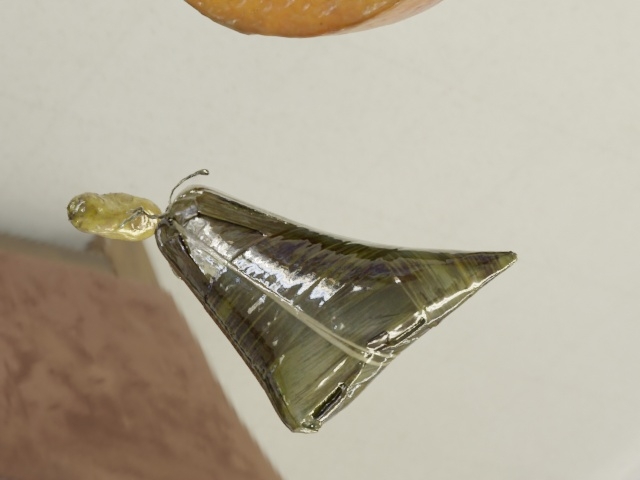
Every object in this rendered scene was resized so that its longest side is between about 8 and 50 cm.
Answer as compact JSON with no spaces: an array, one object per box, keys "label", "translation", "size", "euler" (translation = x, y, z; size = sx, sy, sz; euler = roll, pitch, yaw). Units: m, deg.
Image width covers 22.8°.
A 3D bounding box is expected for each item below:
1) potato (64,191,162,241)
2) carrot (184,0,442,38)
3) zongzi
[{"label":"potato","translation":[-0.193,-0.023,1.474],"size":[0.092,0.046,0.045],"euler":[5,95,-23]},{"label":"carrot","translation":[0.011,-0.271,1.078],"size":[0.307,0.258,0.100],"euler":[-40,-178,33]},{"label":"zongzi","translation":[0.000,0.000,1.014],"size":[0.184,0.187,0.084],"euler":[-41,173,14]}]
